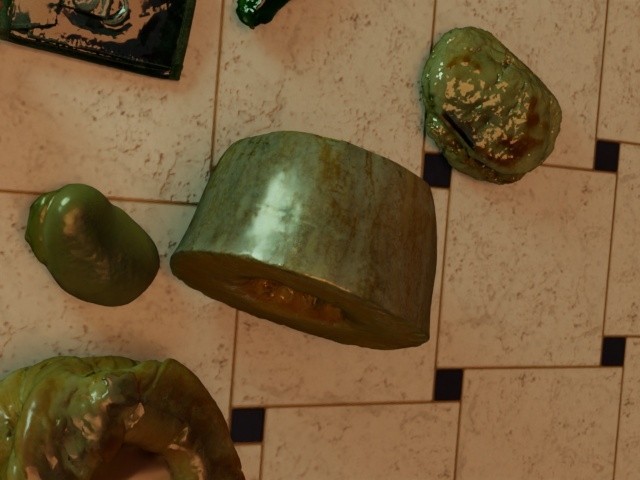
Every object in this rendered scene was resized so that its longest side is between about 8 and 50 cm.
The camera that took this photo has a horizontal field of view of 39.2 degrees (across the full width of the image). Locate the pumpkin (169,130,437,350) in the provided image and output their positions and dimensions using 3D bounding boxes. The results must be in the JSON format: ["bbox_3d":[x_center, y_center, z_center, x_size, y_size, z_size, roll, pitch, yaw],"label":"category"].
[{"bbox_3d":[0.000,0.000,1.132,0.332,0.332,0.199,28,69,-24],"label":"pumpkin"}]

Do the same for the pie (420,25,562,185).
[{"bbox_3d":[0.255,-0.195,1.344,0.248,0.090,0.201,36,81,-19],"label":"pie"}]

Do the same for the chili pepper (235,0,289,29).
[{"bbox_3d":[-0.035,-0.368,1.211,0.108,0.062,0.216,41,79,-22],"label":"chili pepper"}]

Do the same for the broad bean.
[{"bbox_3d":[-0.281,0.007,1.111,0.124,0.082,0.174,-45,109,-18],"label":"broad bean"}]

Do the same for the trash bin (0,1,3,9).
[{"bbox_3d":[-0.483,-0.268,0.958,0.239,0.161,0.184,40,77,-26],"label":"trash bin"}]

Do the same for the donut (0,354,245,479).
[{"bbox_3d":[-0.259,0.298,1.069,0.360,0.170,0.360,11,75,-43],"label":"donut"}]

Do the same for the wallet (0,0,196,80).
[{"bbox_3d":[-0.268,-0.299,1.113,0.236,0.055,0.160,9,96,-26],"label":"wallet"}]
